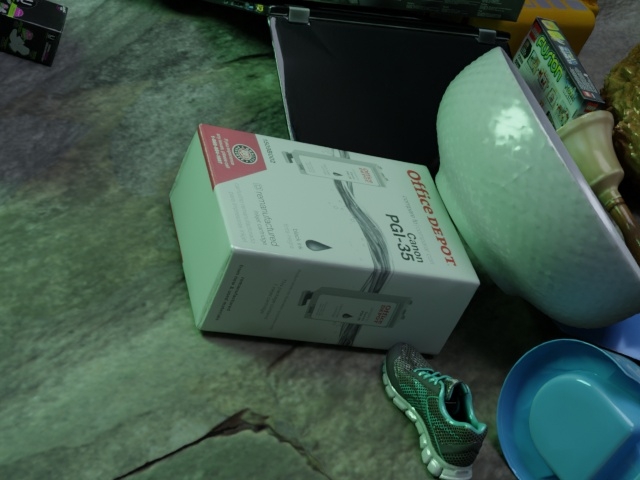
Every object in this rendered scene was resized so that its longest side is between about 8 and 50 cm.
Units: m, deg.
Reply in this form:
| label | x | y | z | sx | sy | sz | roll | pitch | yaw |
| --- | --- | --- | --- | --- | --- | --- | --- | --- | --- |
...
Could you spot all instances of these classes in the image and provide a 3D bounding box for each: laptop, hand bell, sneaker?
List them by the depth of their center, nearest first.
| label | x | y | z | sx | sy | sz | roll | pitch | yaw |
| --- | --- | --- | --- | --- | --- | --- | --- | --- | --- |
| sneaker | 0.119 | 0.156 | 1.282 | 0.065 | 0.076 | 0.166 | 0 | 43 | -33 |
| hand bell | 0.393 | -0.039 | 1.701 | 0.126 | 0.126 | 0.242 | -8 | 59 | -39 |
| laptop | 0.055 | -0.188 | 1.728 | 0.381 | 0.236 | 0.408 | 1 | 14 | -32 |

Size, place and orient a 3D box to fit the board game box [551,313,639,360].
| label | x | y | z | sx | sy | sz | roll | pitch | yaw |
| --- | --- | --- | --- | --- | --- | --- | --- | --- | --- |
| board game box | 0.336 | 0.098 | 1.532 | 0.168 | 0.033 | 0.133 | 20 | 36 | 3 |

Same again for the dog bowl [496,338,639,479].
| label | x | y | z | sx | sy | sz | roll | pitch | yaw |
| --- | --- | --- | --- | --- | --- | --- | --- | --- | --- |
| dog bowl | 0.300 | 0.224 | 1.248 | 0.074 | 0.166 | 0.297 | 0 | 42 | -49 |

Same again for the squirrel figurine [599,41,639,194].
| label | x | y | z | sx | sy | sz | roll | pitch | yaw |
| --- | --- | --- | --- | --- | --- | --- | --- | --- | --- |
| squirrel figurine | 0.593 | -0.221 | 1.829 | 0.396 | 0.281 | 0.371 | 5 | 67 | 15 |

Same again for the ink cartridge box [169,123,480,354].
| label | x | y | z | sx | sy | sz | roll | pitch | yaw |
| --- | --- | --- | --- | --- | --- | --- | --- | --- | --- |
| ink cartridge box | 0.000 | 0.000 | 1.368 | 0.283 | 0.117 | 0.207 | 8 | 39 | -24 |

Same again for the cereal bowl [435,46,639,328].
| label | x | y | z | sx | sy | sz | roll | pitch | yaw |
| --- | --- | --- | --- | --- | --- | --- | --- | --- | --- |
| cereal bowl | 0.230 | -0.040 | 1.440 | 0.339 | 0.141 | 0.339 | 53 | 14 | -19 |

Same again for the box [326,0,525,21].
| label | x | y | z | sx | sy | sz | roll | pitch | yaw |
| --- | --- | --- | --- | --- | --- | --- | --- | --- | --- |
| box | 0.132 | -0.435 | 1.869 | 0.307 | 0.077 | 0.242 | 5 | 48 | -10 |

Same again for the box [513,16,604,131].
| label | x | y | z | sx | sy | sz | roll | pitch | yaw |
| --- | --- | --- | --- | --- | --- | --- | --- | --- | --- |
| box | 0.332 | -0.217 | 1.855 | 0.036 | 0.114 | 0.207 | 9 | 39 | -23 |

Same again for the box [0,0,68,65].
| label | x | y | z | sx | sy | sz | roll | pitch | yaw |
| --- | --- | --- | --- | --- | --- | --- | --- | --- | --- |
| box | -0.348 | -0.254 | 1.525 | 0.083 | 0.052 | 0.062 | 17 | 38 | -14 |

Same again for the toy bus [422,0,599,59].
| label | x | y | z | sx | sy | sz | roll | pitch | yaw |
| --- | --- | --- | --- | --- | --- | --- | --- | --- | --- |
| toy bus | 0.309 | -0.345 | 2.005 | 0.332 | 0.108 | 0.130 | -6 | 46 | -37 |
